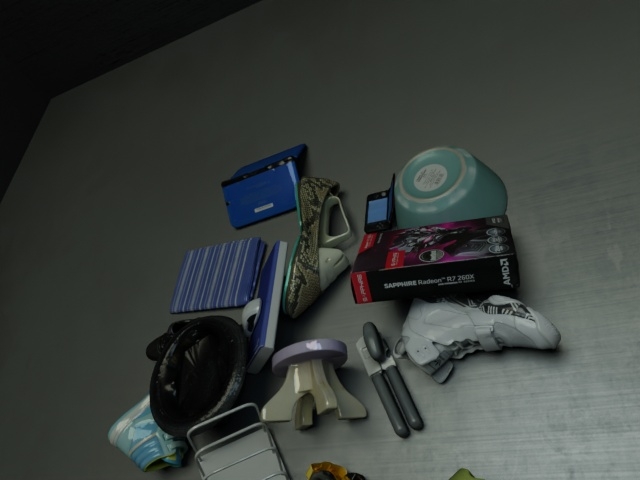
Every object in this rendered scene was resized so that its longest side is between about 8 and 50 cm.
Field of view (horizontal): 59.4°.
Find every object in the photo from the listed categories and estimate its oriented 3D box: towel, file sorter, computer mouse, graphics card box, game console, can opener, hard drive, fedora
[{"bbox_3d":[-0.340,0.119,1.848,0.336,0.040,0.243,-10,55,30],"label":"towel"},{"bbox_3d":[-0.175,0.544,1.286,0.193,0.173,0.277,-21,43,-14],"label":"file sorter"},{"bbox_3d":[-0.207,0.229,1.579,0.106,0.042,0.193,-88,17,-49],"label":"computer mouse"},{"bbox_3d":[0.270,0.043,1.338,0.371,0.094,0.232,-7,22,17],"label":"graphics card box"},{"bbox_3d":[0.173,-0.107,1.635,0.124,0.085,0.143,-11,53,27],"label":"game console"},{"bbox_3d":[0.152,0.328,1.337,0.074,0.093,0.280,-32,51,9],"label":"can opener"},{"bbox_3d":[-0.151,0.187,1.575,0.210,0.040,0.318,121,159,-54],"label":"hard drive"},{"bbox_3d":[-0.177,-0.194,1.969,0.293,0.173,0.250,-18,82,23],"label":"game console"},{"bbox_3d":[-0.294,0.372,1.498,0.334,0.152,0.333,-16,50,20],"label":"fedora"}]

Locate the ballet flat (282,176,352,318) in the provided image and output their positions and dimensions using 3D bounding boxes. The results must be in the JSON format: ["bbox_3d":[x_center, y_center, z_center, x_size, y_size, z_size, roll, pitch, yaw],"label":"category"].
[{"bbox_3d":[0.000,0.000,1.640,0.182,0.164,0.482,-1,54,8],"label":"ballet flat"}]

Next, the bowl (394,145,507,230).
[{"bbox_3d":[0.324,-0.133,1.505,0.312,0.163,0.311,-17,51,21],"label":"bowl"}]

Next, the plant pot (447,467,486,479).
[{"bbox_3d":[0.248,0.567,1.002,0.254,0.276,0.276,-43,45,-17],"label":"plant pot"}]

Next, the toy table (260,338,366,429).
[{"bbox_3d":[-0.020,0.350,1.344,0.253,0.274,0.160,-2,63,-8],"label":"toy table"}]

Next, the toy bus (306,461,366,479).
[{"bbox_3d":[0.034,0.613,1.182,0.220,0.150,0.211,35,96,46],"label":"toy bus"}]

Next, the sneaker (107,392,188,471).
[{"bbox_3d":[-0.402,0.501,1.561,0.208,0.127,0.319,36,69,26],"label":"sneaker"}]

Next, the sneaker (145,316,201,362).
[{"bbox_3d":[-0.439,0.289,1.719,0.284,0.124,0.107,-20,49,21],"label":"sneaker"}]

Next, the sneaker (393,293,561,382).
[{"bbox_3d":[0.333,0.227,1.261,0.366,0.137,0.210,14,68,45],"label":"sneaker"}]
